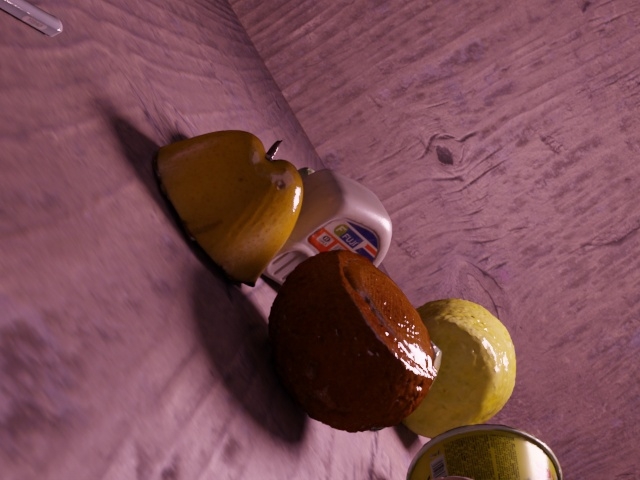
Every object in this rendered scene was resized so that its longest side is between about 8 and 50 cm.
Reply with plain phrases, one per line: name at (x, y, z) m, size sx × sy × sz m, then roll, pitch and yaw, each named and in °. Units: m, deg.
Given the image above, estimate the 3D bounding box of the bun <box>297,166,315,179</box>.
bun at (-0.034, -0.094, 1.886) m, size 0.195 × 0.118 × 0.195 m, roll 58°, pitch 14°, yaw -24°

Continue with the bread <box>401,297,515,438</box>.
bread at (0.314, 0.319, 1.819) m, size 0.348 × 0.348 × 0.308 m, roll 62°, pitch 13°, yaw 13°

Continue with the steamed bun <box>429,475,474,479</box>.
steamed bun at (0.178, 0.441, 0.896) m, size 0.247 × 0.236 × 0.383 m, roll 59°, pitch 8°, yaw 2°

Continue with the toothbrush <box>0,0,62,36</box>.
toothbrush at (-0.374, -0.277, 0.777) m, size 0.342 × 0.025 × 0.030 m, roll -7°, pitch 74°, yaw -81°

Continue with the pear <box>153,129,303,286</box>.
pear at (-0.115, -0.069, 1.120) m, size 0.267 × 0.178 × 0.267 m, roll 58°, pitch 13°, yaw -21°

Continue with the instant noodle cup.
instant noodle cup at (0.307, 0.523, 1.305) m, size 0.311 × 0.311 × 0.221 m, roll 57°, pitch 19°, yaw -22°

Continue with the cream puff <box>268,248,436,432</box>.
cream puff at (0.036, 0.161, 1.119) m, size 0.303 × 0.212 × 0.303 m, roll 47°, pitch 18°, yaw -21°

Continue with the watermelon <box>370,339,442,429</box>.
watermelon at (0.144, 0.272, 1.574) m, size 0.201 × 0.213 × 0.261 m, roll 45°, pitch 1°, yaw 6°

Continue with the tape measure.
tape measure at (0.000, 0.000, 1.357) m, size 0.258 × 0.265 × 0.130 m, roll 40°, pitch 17°, yaw -48°
